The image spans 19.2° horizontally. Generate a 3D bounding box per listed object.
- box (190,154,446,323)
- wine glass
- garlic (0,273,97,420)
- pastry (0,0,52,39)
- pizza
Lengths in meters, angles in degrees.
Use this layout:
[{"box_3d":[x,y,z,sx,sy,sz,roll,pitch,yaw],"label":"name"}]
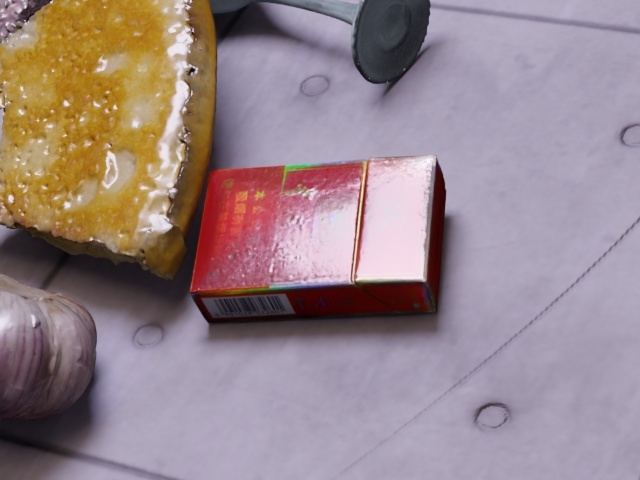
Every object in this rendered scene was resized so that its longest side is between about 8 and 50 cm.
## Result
[{"box_3d":[0.000,-0.001,1.365,0.175,0.048,0.112,-4,55,15],"label":"box"},{"box_3d":[-0.109,-0.157,1.540,0.309,0.096,0.264,21,58,34],"label":"wine glass"},{"box_3d":[-0.234,0.075,1.326,0.147,0.159,0.102,27,99,63],"label":"garlic"},{"box_3d":[-0.234,-0.277,1.689,0.103,0.112,0.265,25,59,23],"label":"pastry"},{"box_3d":[-0.172,-0.093,1.476,0.223,0.089,0.323,-18,56,24],"label":"pizza"}]
